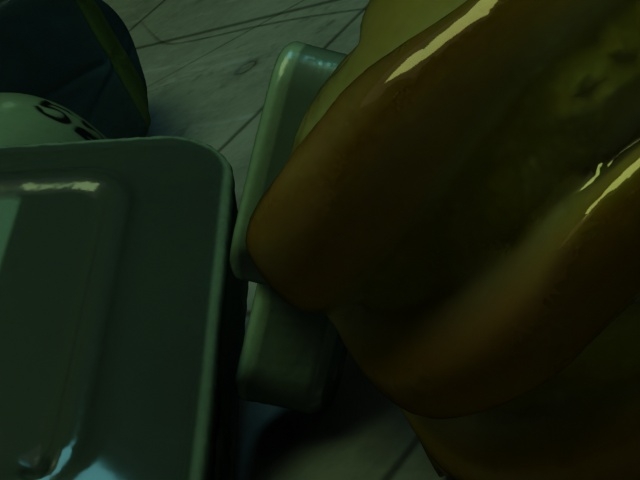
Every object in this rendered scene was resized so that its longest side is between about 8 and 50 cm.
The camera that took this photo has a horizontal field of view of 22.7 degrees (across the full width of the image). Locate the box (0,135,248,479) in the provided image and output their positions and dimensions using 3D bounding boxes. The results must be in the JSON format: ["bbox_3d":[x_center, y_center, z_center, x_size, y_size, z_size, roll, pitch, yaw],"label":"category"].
[{"bbox_3d":[-0.246,0.084,0.884,0.397,0.111,0.396,-3,35,2],"label":"box"}]

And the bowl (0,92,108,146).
[{"bbox_3d":[-0.310,-0.003,1.217,0.354,0.185,0.354,-32,13,8],"label":"bowl"}]

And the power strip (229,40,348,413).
[{"bbox_3d":[-0.001,0.000,0.897,0.059,0.193,0.265,14,0,9],"label":"power strip"}]

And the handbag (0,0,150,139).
[{"bbox_3d":[-0.296,-0.135,1.495,0.263,0.222,0.241,-35,18,-3],"label":"handbag"}]

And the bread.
[{"bbox_3d":[0.135,-0.035,0.697,0.316,0.270,0.211,-38,39,-6],"label":"bread"}]
